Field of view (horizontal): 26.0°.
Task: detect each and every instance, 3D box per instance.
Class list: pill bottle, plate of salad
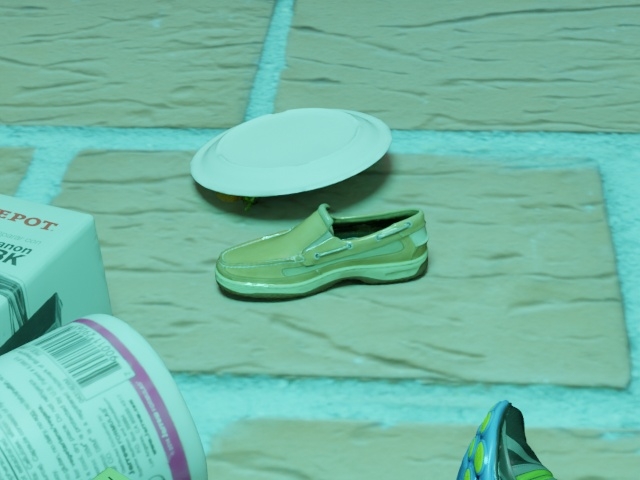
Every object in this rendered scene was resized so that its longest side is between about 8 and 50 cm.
[{"bbox_3d":[-0.228,0.173,0.887,0.283,0.160,0.160,-26,41,-31],"label":"pill bottle"},{"bbox_3d":[-0.028,-0.080,1.351,0.199,0.048,0.200,-8,26,4],"label":"plate of salad"}]

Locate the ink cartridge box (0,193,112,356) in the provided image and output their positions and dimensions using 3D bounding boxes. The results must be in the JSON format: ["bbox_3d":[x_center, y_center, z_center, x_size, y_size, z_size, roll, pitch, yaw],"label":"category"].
[{"bbox_3d":[-0.320,0.073,1.079,0.197,0.114,0.273,13,36,22],"label":"ink cartridge box"}]

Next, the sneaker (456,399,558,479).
[{"bbox_3d":[0.141,0.185,0.950,0.078,0.067,0.188,14,30,-14],"label":"sneaker"}]

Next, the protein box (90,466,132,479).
[{"bbox_3d":[-0.110,0.269,0.761,0.201,0.136,0.200,24,43,32],"label":"protein box"}]

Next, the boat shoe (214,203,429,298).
[{"bbox_3d":[0.000,0.000,1.207,0.189,0.072,0.068,-9,35,-10],"label":"boat shoe"}]
